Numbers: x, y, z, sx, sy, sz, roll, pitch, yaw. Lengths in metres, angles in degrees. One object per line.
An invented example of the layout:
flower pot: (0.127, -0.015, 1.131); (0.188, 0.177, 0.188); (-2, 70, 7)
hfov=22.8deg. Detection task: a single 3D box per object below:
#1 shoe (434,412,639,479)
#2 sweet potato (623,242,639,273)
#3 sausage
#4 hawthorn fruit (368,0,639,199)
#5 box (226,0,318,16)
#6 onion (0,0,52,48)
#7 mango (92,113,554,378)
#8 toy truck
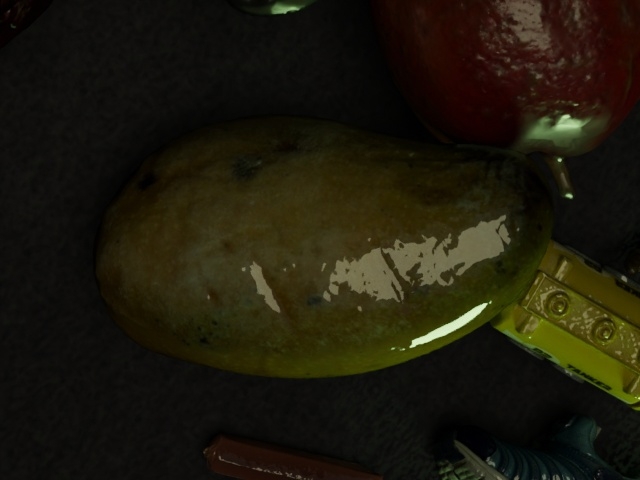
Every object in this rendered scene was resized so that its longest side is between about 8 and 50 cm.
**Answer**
shoe: (0.191, 0.190, 1.278); (0.207, 0.091, 0.106); (20, 73, -9)
sweet potato: (0.295, -0.016, 1.275); (0.153, 0.041, 0.038); (-33, 87, -17)
sausage: (-0.023, 0.181, 1.254); (0.147, 0.035, 0.030); (15, 100, -11)
hawthorn fruit: (0.144, -0.148, 1.149); (0.215, 0.215, 0.249); (-15, 104, -8)
box: (0.010, -0.354, 1.067); (0.350, 0.091, 0.359); (-26, 70, -10)
onion: (-0.280, -0.239, 1.039); (0.276, 0.276, 0.276); (-2, 99, -10)
mango: (-0.001, 0.007, 1.135); (0.329, 0.175, 0.176); (5, 124, 9)
toy truck: (0.174, 0.041, 1.227); (0.227, 0.114, 0.098); (30, 93, -13)
